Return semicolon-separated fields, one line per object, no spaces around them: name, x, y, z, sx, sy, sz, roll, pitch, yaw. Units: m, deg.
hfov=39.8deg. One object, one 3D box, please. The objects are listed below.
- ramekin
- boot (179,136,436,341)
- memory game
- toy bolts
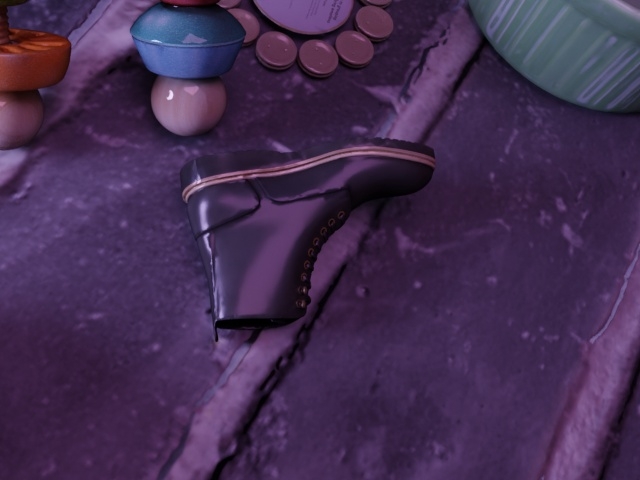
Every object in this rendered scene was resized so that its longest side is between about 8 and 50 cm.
ramekin;0.284;-0.269;0.839;0.303;0.148;0.303;7;64;-14
boot;0.000;0.000;0.678;0.198;0.077;0.137;-8;72;-6
memory game;-0.019;-0.226;0.806;0.186;0.012;0.186;7;63;-14
toy bolts;-0.173;-0.165;0.691;0.229;0.158;0.218;1;25;-6
